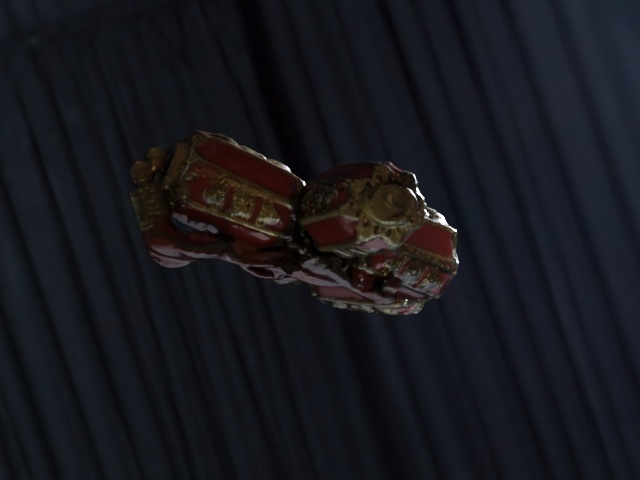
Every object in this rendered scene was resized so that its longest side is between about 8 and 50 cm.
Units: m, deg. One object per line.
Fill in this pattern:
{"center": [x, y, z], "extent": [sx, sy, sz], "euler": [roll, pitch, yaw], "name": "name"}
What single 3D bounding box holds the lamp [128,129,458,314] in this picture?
{"center": [0.000, 0.000, 0.387], "extent": [0.063, 0.031, 0.083], "euler": [8, -9, 19], "name": "lamp"}
